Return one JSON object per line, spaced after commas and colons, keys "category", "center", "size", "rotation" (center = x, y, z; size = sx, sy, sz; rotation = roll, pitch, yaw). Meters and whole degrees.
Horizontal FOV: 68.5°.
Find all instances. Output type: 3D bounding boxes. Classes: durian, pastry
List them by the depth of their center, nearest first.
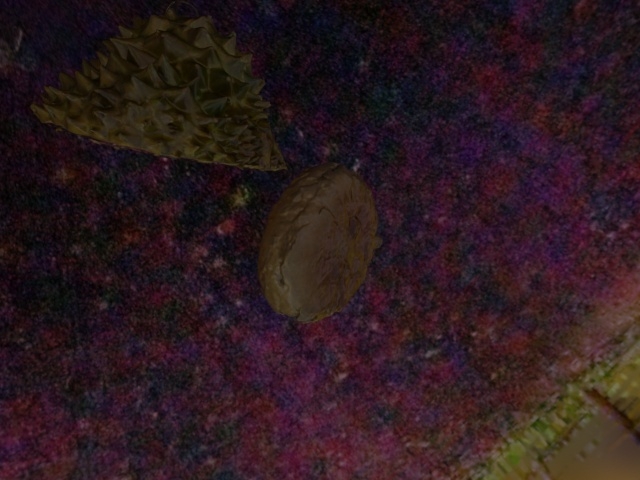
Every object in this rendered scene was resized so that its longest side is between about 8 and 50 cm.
{"category": "durian", "center": [-0.119, -0.116, 0.334], "size": [0.119, 0.186, 0.108], "rotation": [-7, 109, -76]}
{"category": "pastry", "center": [0.000, 0.000, 0.913], "size": [0.329, 0.136, 0.330], "rotation": [-34, 132, -49]}

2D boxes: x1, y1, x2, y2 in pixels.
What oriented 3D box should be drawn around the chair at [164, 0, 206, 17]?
{"category": "chair", "center": [-0.331, -0.514, 1.109], "size": [0.104, 0.222, 0.095], "rotation": [-12, 141, -1]}
